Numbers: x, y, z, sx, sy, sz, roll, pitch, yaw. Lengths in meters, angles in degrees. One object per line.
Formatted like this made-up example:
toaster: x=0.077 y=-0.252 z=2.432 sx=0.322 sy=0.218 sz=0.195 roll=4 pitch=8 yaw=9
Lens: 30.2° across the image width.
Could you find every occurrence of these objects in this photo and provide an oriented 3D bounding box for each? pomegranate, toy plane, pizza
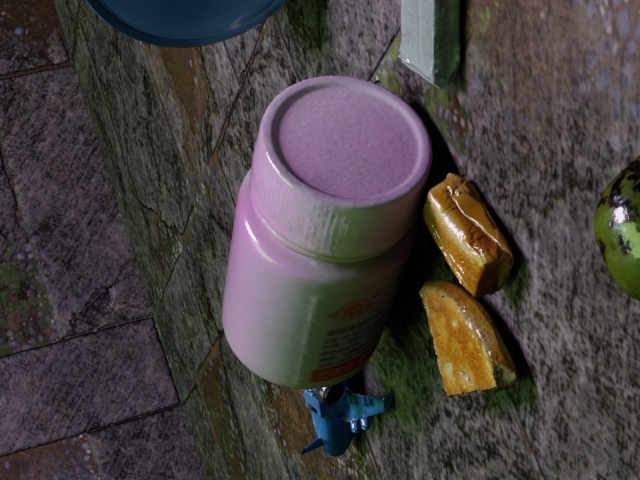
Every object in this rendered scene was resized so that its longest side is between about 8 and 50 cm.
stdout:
pomegranate: x=0.268 y=-0.005 z=0.891 sx=0.161 sy=0.122 sz=0.122 roll=49 pitch=-162 yaw=-69
toy plane: x=0.013 y=0.217 z=1.744 sx=0.254 sy=0.105 sz=0.271 roll=32 pitch=131 yaw=43
pizza: x=0.165 y=0.116 z=1.328 sx=0.134 sy=0.046 sz=0.175 roll=99 pitch=150 yaw=-46

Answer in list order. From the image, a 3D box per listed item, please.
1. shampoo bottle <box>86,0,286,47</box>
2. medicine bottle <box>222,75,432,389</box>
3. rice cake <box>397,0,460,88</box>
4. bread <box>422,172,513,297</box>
shampoo bottle: x=-0.202 y=-0.470 z=1.501 sx=0.343 sy=0.331 sz=0.331 roll=-122 pitch=26 yaw=-44
medicine bottle: x=0.000 y=0.000 z=1.438 sx=0.388 sy=0.219 sz=0.219 roll=102 pitch=147 yaw=-52
rice cake: x=0.113 y=-0.271 z=1.207 sx=0.085 sy=0.040 sz=0.226 roll=-128 pitch=30 yaw=-49
bread: x=0.157 y=-0.005 z=1.259 sx=0.074 sy=0.053 sz=0.132 roll=93 pitch=154 yaw=-50
